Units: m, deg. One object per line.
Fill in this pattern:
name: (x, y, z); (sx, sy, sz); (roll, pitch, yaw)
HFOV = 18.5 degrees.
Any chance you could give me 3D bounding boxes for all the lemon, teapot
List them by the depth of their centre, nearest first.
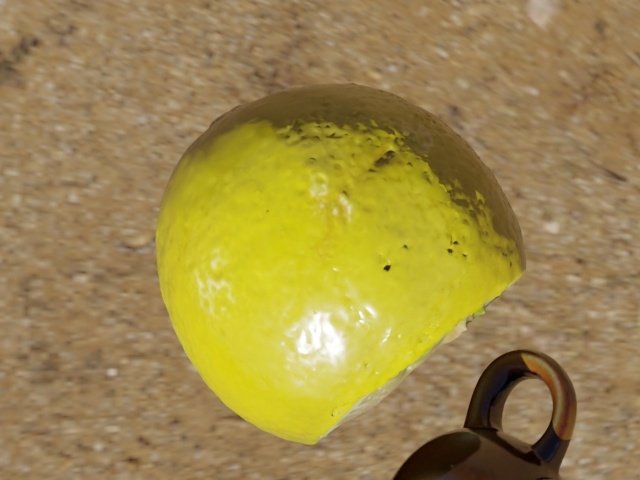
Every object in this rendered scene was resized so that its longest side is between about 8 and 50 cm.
teapot: (0.123, 0.189, 1.251); (0.135, 0.178, 0.252); (-1, 66, 34)
lemon: (0.000, 0.000, 1.314); (0.240, 0.240, 0.219); (-40, 83, 15)
